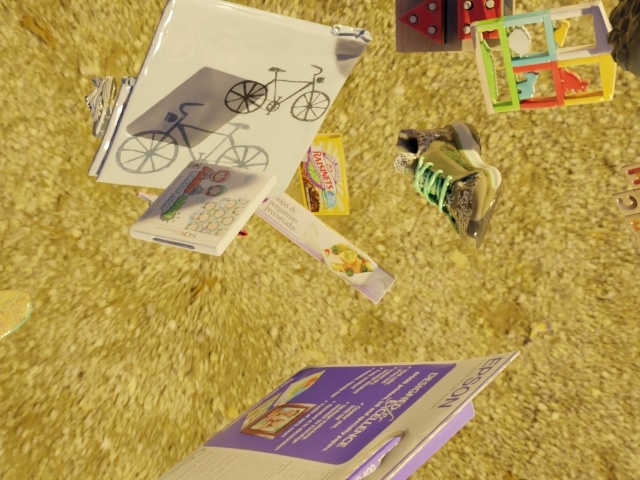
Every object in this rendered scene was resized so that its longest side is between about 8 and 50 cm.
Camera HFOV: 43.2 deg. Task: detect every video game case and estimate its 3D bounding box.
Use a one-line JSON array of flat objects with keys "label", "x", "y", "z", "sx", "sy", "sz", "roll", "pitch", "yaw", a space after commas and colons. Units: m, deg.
[{"label": "video game case", "x": -0.156, "y": -0.048, "z": 1.083, "sx": 0.143, "sy": 0.019, "sz": 0.157, "roll": 11, "pitch": 46, "yaw": 26}]

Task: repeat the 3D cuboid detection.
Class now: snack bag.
[{"label": "snack bag", "x": -0.132, "y": -0.196, "z": 1.157, "sx": 0.323, "sy": 0.342, "sz": 0.037, "roll": 3, "pitch": 46, "yaw": -33}]

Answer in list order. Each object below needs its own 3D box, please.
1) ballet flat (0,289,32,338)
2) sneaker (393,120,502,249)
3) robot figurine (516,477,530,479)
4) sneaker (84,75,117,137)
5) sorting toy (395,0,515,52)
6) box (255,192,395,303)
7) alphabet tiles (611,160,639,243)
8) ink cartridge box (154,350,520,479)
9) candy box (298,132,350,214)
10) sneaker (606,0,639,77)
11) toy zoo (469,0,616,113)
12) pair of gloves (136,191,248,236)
[{"label": "ballet flat", "x": -0.776, "y": 0.178, "z": 1.706, "sx": 0.348, "sy": 0.123, "sz": 0.123, "roll": -19, "pitch": 93, "yaw": 19}, {"label": "sneaker", "x": 0.233, "y": -0.115, "z": 1.596, "sx": 0.182, "sy": 0.410, "sz": 0.158, "roll": 6, "pitch": 119, "yaw": -7}, {"label": "robot figurine", "x": 0.206, "y": 0.420, "z": 0.964, "sx": 0.173, "sy": 0.278, "sz": 0.209, "roll": 17, "pitch": 132, "yaw": 23}, {"label": "sneaker", "x": -0.477, "y": -0.288, "z": 1.736, "sx": 0.058, "sy": 0.052, "sz": 0.135, "roll": 10, "pitch": 85, "yaw": 5}, {"label": "sorting toy", "x": 0.273, "y": -0.527, "z": 1.694, "sx": 0.255, "sy": 0.089, "sz": 0.257, "roll": 3, "pitch": 107, "yaw": 20}, {"label": "box", "x": 0.000, "y": 0.000, "z": 1.555, "sx": 0.324, "sy": 0.067, "sz": 0.063, "roll": 37, "pitch": 94, "yaw": 1}, {"label": "alphabet tiles", "x": 0.768, "y": -0.058, "z": 1.615, "sx": 0.011, "sy": 0.342, "sz": 0.285, "roll": -45, "pitch": 107, "yaw": -32}, {"label": "ink cartridge box", "x": -0.015, "y": 0.134, "z": 0.442, "sx": 0.206, "sy": 0.208, "sz": 0.045, "roll": -32, "pitch": 98, "yaw": -34}, {"label": "candy box", "x": 0.005, "y": -0.147, "z": 1.811, "sx": 0.105, "sy": 0.027, "sz": 0.206, "roll": -2, "pitch": 127, "yaw": 10}, {"label": "sneaker", "x": 0.265, "y": -0.164, "z": 0.411, "sx": 0.122, "sy": 0.110, "sz": 0.283, "roll": 45, "pitch": 74, "yaw": 4}, {"label": "toy zoo", "x": 0.450, "y": -0.352, "z": 1.564, "sx": 0.293, "sy": 0.030, "sz": 0.192, "roll": -1, "pitch": 123, "yaw": 29}, {"label": "pair of gloves", "x": -0.230, "y": -0.051, "z": 1.428, "sx": 0.198, "sy": 0.159, "sz": 0.023, "roll": 11, "pitch": 104, "yaw": -50}]
